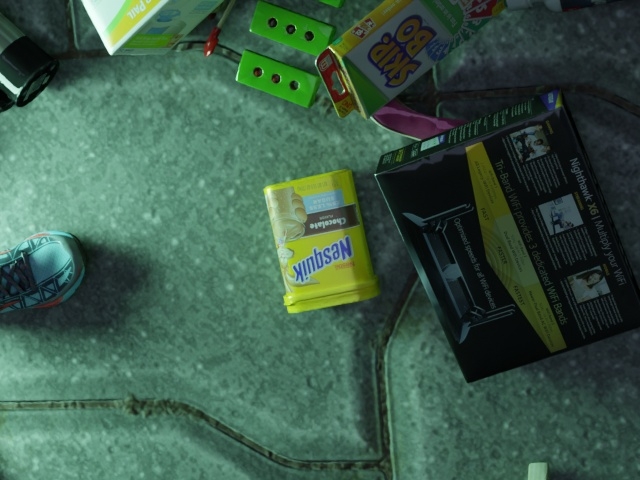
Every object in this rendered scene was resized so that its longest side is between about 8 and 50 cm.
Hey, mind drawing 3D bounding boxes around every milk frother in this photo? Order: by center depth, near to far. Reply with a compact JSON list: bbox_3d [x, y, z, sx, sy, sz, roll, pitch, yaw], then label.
[{"bbox_3d":[-0.451,-0.231,1.804,0.135,0.143,0.129,41,112,3],"label":"milk frother"}]

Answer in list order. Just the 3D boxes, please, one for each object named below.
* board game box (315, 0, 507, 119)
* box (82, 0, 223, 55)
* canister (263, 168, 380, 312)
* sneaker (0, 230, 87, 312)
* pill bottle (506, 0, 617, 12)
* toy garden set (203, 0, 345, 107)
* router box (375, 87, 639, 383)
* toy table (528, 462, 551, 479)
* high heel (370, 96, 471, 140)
[{"bbox_3d":[0.113,-0.254,1.631,0.259,0.124,0.039,-37,54,-6],"label":"board game box"},{"bbox_3d":[-0.192,-0.334,1.707,0.203,0.114,0.103,-36,77,32],"label":"box"},{"bbox_3d":[0.000,0.000,1.767,0.126,0.073,0.170,-12,94,14],"label":"canister"},{"bbox_3d":[-0.444,0.067,1.855,0.262,0.125,0.104,-21,93,16],"label":"sneaker"},{"bbox_3d":[0.311,-0.333,1.625,0.180,0.108,0.108,-9,96,15],"label":"pill bottle"},{"bbox_3d":[-0.064,-0.323,1.748,0.204,0.049,0.244,22,107,14],"label":"toy garden set"},{"bbox_3d":[0.238,-0.001,1.669,0.243,0.081,0.309,-19,108,15],"label":"router box"},{"bbox_3d":[0.275,0.413,1.687,0.274,0.252,0.161,-11,112,4],"label":"toy table"},{"bbox_3d":[0.134,-0.171,1.705,0.244,0.082,0.117,45,104,4],"label":"high heel"}]
